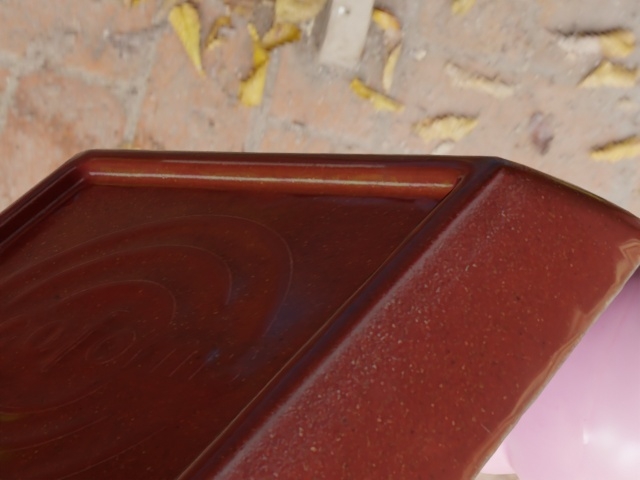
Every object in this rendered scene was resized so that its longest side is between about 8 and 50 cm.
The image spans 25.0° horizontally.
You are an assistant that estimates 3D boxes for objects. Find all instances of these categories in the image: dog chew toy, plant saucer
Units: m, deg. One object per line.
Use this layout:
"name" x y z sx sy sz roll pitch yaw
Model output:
"dog chew toy" 0.146 0.079 0.989 0.332 0.206 0.206 16 67 31
"plant saucer" -0.068 0.043 0.447 0.259 0.258 0.047 -44 124 -37
